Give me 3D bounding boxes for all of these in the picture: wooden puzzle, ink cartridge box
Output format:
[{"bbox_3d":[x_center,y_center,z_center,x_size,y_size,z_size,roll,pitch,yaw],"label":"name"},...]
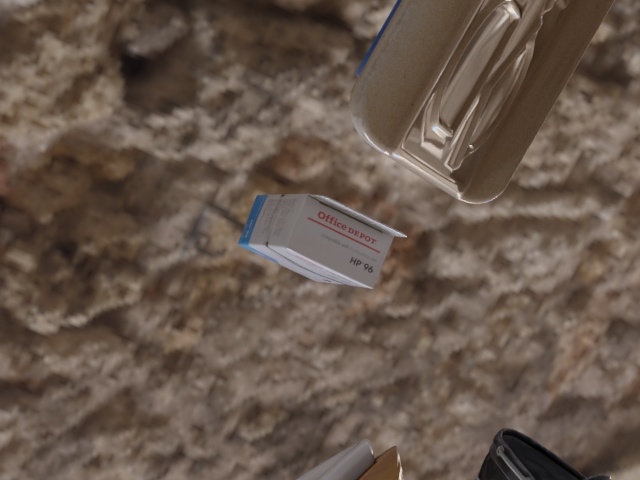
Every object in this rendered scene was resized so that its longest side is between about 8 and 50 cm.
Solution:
[{"bbox_3d":[0.140,-0.198,1.251,0.080,0.322,0.348,31,-177,20],"label":"wooden puzzle"},{"bbox_3d":[0.000,0.000,0.759,0.048,0.028,0.083,25,172,-21],"label":"ink cartridge box"}]

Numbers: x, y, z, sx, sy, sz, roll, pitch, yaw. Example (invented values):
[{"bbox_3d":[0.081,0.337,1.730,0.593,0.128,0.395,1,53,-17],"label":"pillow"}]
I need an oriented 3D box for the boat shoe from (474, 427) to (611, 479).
[{"bbox_3d":[0.273,0.286,1.647,0.108,0.102,0.301,4,-160,-38],"label":"boat shoe"}]

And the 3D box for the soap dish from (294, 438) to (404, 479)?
[{"bbox_3d":[-0.040,0.380,2.010,0.118,0.291,0.229,55,-149,2],"label":"soap dish"}]
